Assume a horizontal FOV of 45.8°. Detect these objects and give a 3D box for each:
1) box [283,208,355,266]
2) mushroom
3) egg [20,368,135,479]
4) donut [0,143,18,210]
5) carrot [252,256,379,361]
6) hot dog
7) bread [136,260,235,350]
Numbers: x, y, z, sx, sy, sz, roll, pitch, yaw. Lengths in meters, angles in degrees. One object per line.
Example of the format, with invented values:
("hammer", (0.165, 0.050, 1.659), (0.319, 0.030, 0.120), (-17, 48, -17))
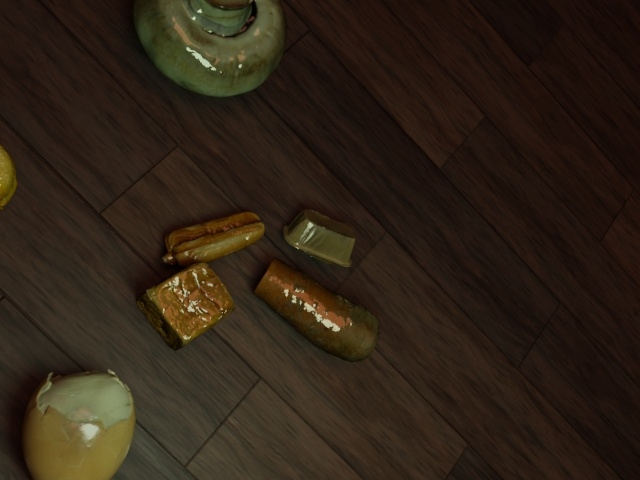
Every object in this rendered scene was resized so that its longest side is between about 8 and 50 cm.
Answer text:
("box", (0.000, 0.000, 1.762), (0.177, 0.111, 0.111), (23, 67, -17))
("mushroom", (-0.243, -0.494, 1.696), (0.352, 0.260, 0.352), (10, 66, -23))
("egg", (-0.447, 0.357, 1.396), (0.201, 0.201, 0.245), (13, 82, -21))
("donut", (-0.694, -0.136, 1.487), (0.190, 0.074, 0.174), (2, 75, -24))
("carrot", (-0.008, 0.164, 1.699), (0.301, 0.139, 0.139), (30, 65, -8))
("hot dog", (-0.237, 0.004, 1.664), (0.249, 0.076, 0.102), (-19, 47, -30))
("bread", (-0.277, 0.135, 1.564), (0.143, 0.158, 0.149), (-36, 97, -30))
